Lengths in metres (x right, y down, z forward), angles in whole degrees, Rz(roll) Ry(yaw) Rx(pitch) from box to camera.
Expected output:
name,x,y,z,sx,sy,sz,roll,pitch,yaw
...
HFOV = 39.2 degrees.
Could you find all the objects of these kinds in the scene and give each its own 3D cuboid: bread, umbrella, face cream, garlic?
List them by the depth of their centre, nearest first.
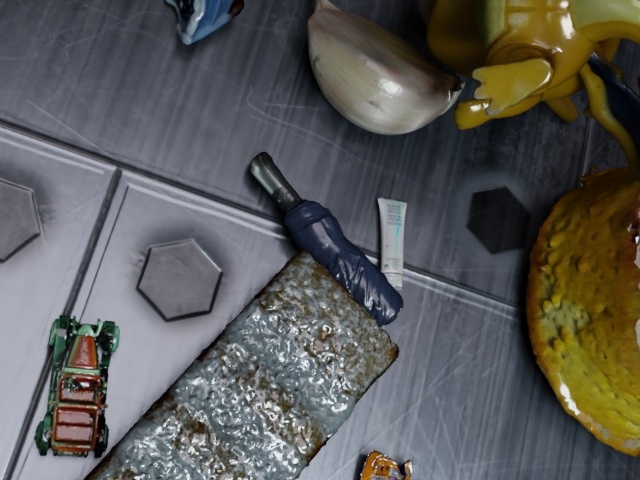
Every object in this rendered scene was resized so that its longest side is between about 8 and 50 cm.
name,x,y,z,sx,sy,sz,roll,pitch,yaw
bread,-0.099,0.205,0.911,0.165,0.113,0.416,44,66,-4
umbrella,-0.003,0.002,1.031,0.071,0.071,0.248,-42,86,-23
bread,0.425,0.076,1.070,0.337,0.204,0.358,6,75,-11
face cream,0.086,0.003,1.077,0.038,0.020,0.115,7,72,-15
garlic,0.044,-0.225,1.093,0.266,0.148,0.128,40,103,-9

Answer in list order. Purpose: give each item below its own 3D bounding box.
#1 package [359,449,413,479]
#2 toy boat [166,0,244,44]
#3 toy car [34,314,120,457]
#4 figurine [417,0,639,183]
name,x,y,z,sx,sy,sz,roll,pitch,yaw
package,0.073,0.289,0.985,0.077,0.033,0.110,15,75,-23
toy boat,-0.170,-0.381,1.032,0.142,0.129,0.309,-13,97,-33
toy car,-0.244,0.147,0.911,0.073,0.054,0.143,8,73,-16
figurine,0.257,-0.234,1.013,0.268,0.387,0.401,-18,99,13
